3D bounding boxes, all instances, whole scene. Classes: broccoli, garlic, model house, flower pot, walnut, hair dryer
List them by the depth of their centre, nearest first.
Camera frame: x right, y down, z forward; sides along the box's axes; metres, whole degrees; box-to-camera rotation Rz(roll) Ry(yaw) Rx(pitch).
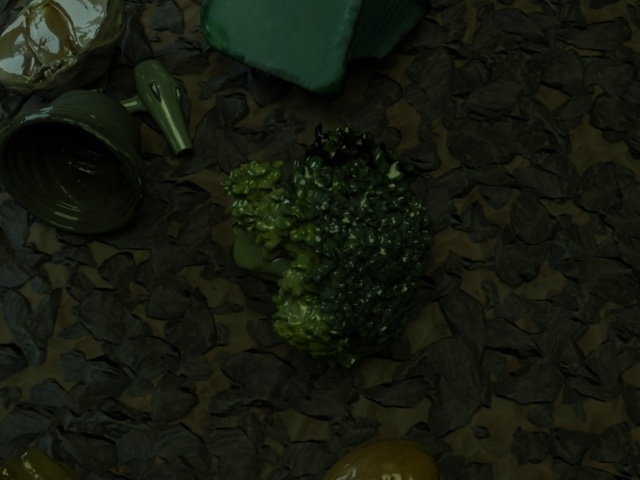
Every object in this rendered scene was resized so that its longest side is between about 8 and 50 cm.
[{"bbox_3d":[0.075,0.358,1.744,0.207,0.159,0.159,-33,71,-18],"label":"walnut"},{"bbox_3d":[0.004,0.007,1.859,0.281,0.347,0.293,6,21,35],"label":"broccoli"},{"bbox_3d":[-0.355,-0.133,1.928,0.236,0.235,0.140,11,47,5],"label":"flower pot"},{"bbox_3d":[-0.393,-0.293,2.013,0.229,0.142,0.178,-27,52,4],"label":"garlic"},{"bbox_3d":[-0.291,-0.173,2.019,0.199,0.067,0.167,-38,78,-3],"label":"hair dryer"},{"bbox_3d":[0.002,-0.374,2.042,0.281,0.249,0.229,26,109,22],"label":"model house"}]

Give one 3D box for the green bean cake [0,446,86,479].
[{"bbox_3d":[-0.397,0.388,1.696,0.131,0.224,0.230,42,77,15],"label":"green bean cake"}]
